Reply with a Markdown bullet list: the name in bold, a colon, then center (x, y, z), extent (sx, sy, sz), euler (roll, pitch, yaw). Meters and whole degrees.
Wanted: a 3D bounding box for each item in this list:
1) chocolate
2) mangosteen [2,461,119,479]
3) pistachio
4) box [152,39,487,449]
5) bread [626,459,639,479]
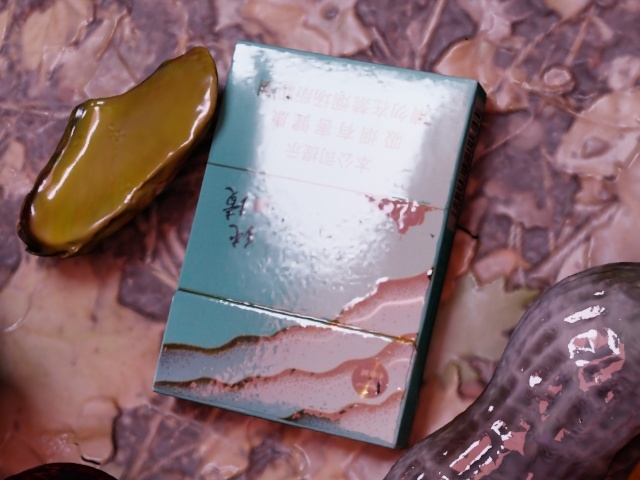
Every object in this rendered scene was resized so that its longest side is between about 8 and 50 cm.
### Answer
- **chocolate**: center (0.121, 0.110, 0.902), extent (0.248, 0.110, 0.110), euler (-47, 73, 3)
- **mangosteen**: center (-0.146, 0.208, 0.941), extent (0.152, 0.152, 0.153), euler (-3, 80, 15)
- **pistachio**: center (-0.125, -0.055, 1.024), extent (0.173, 0.049, 0.089), euler (-42, 60, 7)
- **box**: center (0.000, 0.001, 0.986), extent (0.162, 0.041, 0.229), euler (12, 84, 17)
- **bread**: center (0.292, 0.221, 0.815), extent (0.295, 0.114, 0.328), euler (-44, 83, 3)
